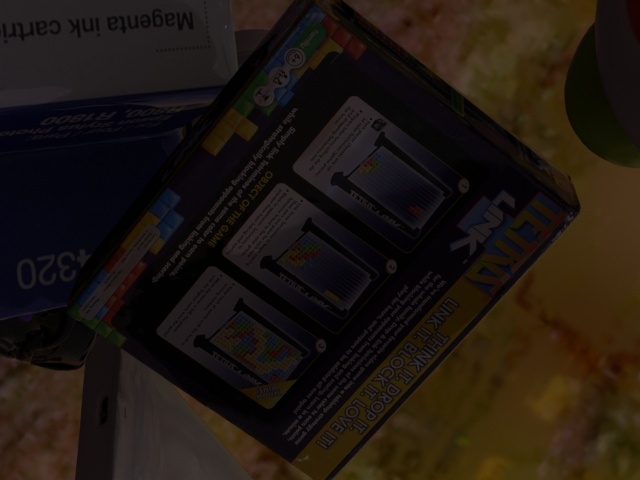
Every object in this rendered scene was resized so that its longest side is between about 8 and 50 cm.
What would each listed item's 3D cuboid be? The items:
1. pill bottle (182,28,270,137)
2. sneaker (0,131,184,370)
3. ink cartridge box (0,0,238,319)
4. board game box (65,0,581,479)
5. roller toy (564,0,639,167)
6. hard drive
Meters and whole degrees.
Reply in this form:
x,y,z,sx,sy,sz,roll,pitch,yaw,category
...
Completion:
x,y,z,sx,sy,sz,roll,pitch,yaw,category
-0.048,-0.025,1.213,0.181,0.181,0.323,105,-16,-50,pill bottle
-0.186,0.023,0.735,0.293,0.146,0.102,-35,-162,12,sneaker
-0.183,-0.117,0.542,0.324,0.071,0.330,-12,98,-37,ink cartridge box
0.000,0.000,0.597,0.170,0.141,0.048,-48,-164,18,board game box
0.203,-0.065,0.455,0.146,0.209,0.191,38,92,-34,roller toy
-0.115,0.243,1.272,0.040,0.203,0.307,-24,128,15,hard drive
